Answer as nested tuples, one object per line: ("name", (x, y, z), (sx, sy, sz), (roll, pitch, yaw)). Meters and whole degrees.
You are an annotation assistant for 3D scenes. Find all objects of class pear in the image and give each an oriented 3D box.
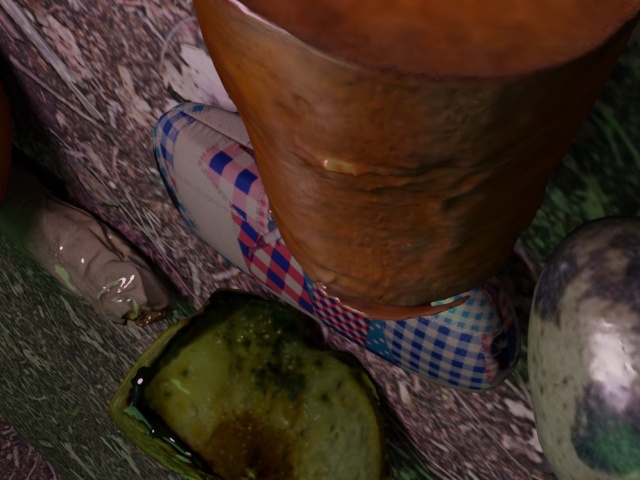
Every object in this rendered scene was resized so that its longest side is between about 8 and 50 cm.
("pear", (-0.063, 0.171, 1.091), (0.238, 0.164, 0.255), (39, 162, -5))

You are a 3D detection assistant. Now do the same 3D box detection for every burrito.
("burrito", (-0.292, -0.007, 1.303), (0.392, 0.076, 0.117), (34, 158, 34))

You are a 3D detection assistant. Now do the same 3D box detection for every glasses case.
("glasses case", (0.000, 0.000, 0.814), (0.327, 0.076, 0.125), (30, 152, 36))

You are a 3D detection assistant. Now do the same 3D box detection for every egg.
("egg", (0.169, 0.071, 0.561), (0.181, 0.141, 0.141), (57, 156, -1))

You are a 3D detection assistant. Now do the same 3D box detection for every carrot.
("carrot", (0.028, -0.070, 0.529), (0.196, 0.196, 0.254), (39, 155, 19))

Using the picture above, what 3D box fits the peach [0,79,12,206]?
("peach", (-0.476, -0.117, 1.136), (0.373, 0.290, 0.372), (12, 115, 26))
